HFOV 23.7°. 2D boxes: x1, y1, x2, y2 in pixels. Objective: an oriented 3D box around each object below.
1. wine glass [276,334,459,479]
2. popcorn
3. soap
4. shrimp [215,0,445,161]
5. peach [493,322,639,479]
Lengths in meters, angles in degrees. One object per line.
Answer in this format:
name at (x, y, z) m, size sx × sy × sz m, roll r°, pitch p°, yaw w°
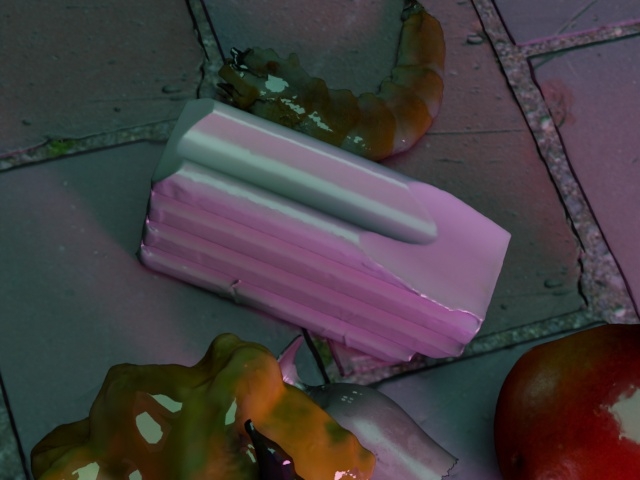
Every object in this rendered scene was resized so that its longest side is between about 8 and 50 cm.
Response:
wine glass at (0.034, 0.186, 1.502) m, size 0.202 × 0.093 × 0.093 m, roll 35°, pitch 62°, yaw 7°
popcorn at (-0.111, 0.228, 1.370) m, size 0.316 × 0.281 × 0.297 m, roll 16°, pitch 92°, yaw 12°
soap at (0.000, 0.000, 1.521) m, size 0.347 × 0.208 × 0.115 m, roll 22°, pitch 62°, yaw 0°
shrimp at (0.045, -0.174, 1.698) m, size 0.287 × 0.068 × 0.185 m, roll -28°, pitch 74°, yaw -25°
peach at (0.291, 0.197, 1.491) m, size 0.243 × 0.199 × 0.243 m, roll 1°, pitch 72°, yaw -4°
